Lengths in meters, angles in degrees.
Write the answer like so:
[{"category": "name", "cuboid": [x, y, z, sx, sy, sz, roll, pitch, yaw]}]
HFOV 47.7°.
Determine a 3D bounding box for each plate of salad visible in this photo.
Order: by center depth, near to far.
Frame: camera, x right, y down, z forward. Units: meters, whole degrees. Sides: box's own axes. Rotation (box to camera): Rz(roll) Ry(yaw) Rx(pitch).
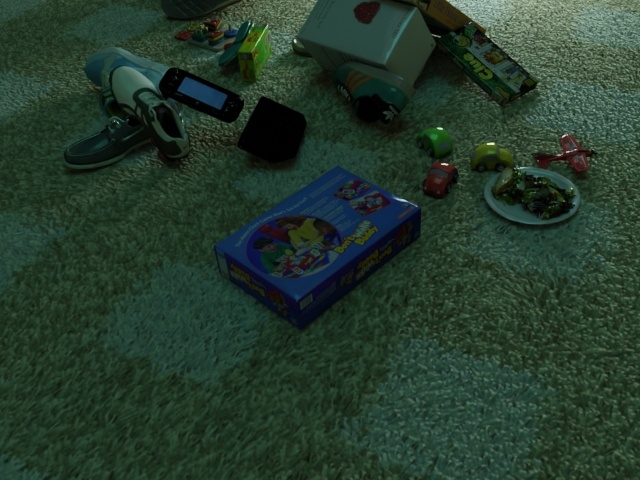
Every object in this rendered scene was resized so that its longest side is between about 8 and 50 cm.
[{"category": "plate of salad", "cuboid": [0.449, -0.105, 1.536, 0.200, 0.048, 0.199, -2, 40, 2]}]

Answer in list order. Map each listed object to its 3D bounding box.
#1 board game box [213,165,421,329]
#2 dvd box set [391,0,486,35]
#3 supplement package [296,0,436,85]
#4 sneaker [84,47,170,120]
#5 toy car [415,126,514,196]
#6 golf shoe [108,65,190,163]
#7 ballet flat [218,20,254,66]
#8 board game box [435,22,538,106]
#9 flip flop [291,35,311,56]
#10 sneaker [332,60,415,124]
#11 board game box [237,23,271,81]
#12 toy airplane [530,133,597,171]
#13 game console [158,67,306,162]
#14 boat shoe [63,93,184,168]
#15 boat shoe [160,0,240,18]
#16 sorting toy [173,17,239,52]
[{"category": "board game box", "cuboid": [0.000, 0.000, 1.435, 0.233, 0.078, 0.347, 31, 52, 34]}, {"category": "dvd box set", "cuboid": [0.238, -0.654, 2.003, 0.308, 0.062, 0.421, 29, 13, 34]}, {"category": "supplement package", "cuboid": [0.123, -0.530, 1.918, 0.293, 0.175, 0.177, 26, 84, 31]}, {"category": "sneaker", "cuboid": [-0.553, -0.409, 1.932, 0.319, 0.127, 0.208, 17, 44, 25]}, {"category": "toy car", "cuboid": [0.295, -0.205, 1.664, 0.239, 0.053, 0.225, -21, 43, -18]}, {"category": "golf shoe", "cuboid": [-0.393, -0.315, 1.714, 0.105, 0.120, 0.272, -38, 91, -26]}, {"category": "ballet flat", "cuboid": [-0.229, -0.557, 2.112, 0.072, 0.068, 0.213, -8, 45, 34]}, {"category": "board game box", "cuboid": [0.435, -0.467, 1.910, 0.136, 0.030, 0.259, -32, 67, -23]}, {"category": "flip flop", "cuboid": [0.050, -0.589, 2.113, 0.277, 0.080, 0.112, 6, 42, 12]}, {"category": "sneaker", "cuboid": [0.105, -0.370, 1.832, 0.121, 0.108, 0.302, -55, 35, -3]}, {"category": "board game box", "cuboid": [-0.186, -0.537, 2.068, 0.043, 0.092, 0.181, 4, 41, 12]}, {"category": "toy airplane", "cuboid": [0.550, -0.189, 1.639, 0.151, 0.028, 0.151, -3, 39, 3]}, {"category": "game console", "cuboid": [-0.213, -0.308, 1.735, 0.362, 0.044, 0.213, 23, 37, -7]}, {"category": "boat shoe", "cuboid": [-0.491, -0.276, 1.789, 0.320, 0.099, 0.116, -28, 46, -24]}, {"category": "boat shoe", "cuboid": [-0.364, -0.807, 2.401, 0.325, 0.123, 0.116, -13, 7, 4]}, {"category": "sorting toy", "cuboid": [-0.330, -0.645, 2.244, 0.275, 0.046, 0.132, 24, 48, 30]}]
